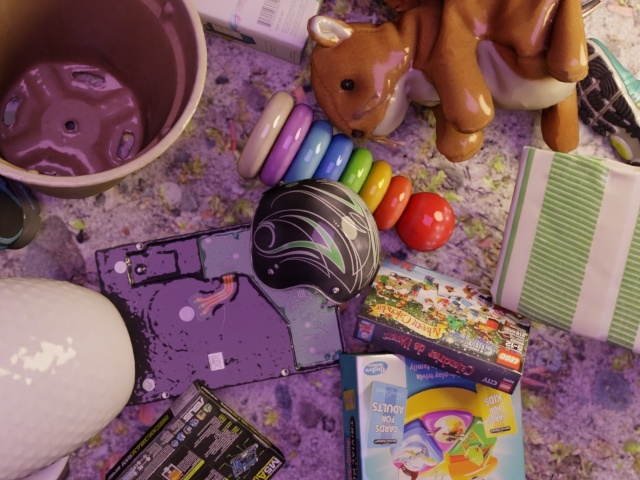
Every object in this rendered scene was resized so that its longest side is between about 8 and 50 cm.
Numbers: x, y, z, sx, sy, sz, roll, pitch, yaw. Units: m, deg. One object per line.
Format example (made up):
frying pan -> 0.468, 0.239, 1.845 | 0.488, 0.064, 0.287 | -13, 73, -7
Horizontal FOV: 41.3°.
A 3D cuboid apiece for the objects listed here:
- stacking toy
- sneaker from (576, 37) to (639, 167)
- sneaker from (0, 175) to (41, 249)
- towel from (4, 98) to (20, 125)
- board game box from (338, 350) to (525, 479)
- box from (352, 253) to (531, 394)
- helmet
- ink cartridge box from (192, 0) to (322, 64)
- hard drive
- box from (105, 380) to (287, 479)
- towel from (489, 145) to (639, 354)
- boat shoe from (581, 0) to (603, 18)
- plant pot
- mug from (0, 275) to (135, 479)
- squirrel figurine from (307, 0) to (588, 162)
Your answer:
stacking toy -> 0.050, -0.086, 1.249 | 0.330, 0.141, 0.141 | 27, 86, -4
sneaker -> 0.482, -0.200, 1.299 | 0.110, 0.107, 0.275 | -43, 94, -23
sneaker -> -0.540, -0.130, 1.211 | 0.125, 0.140, 0.341 | -41, 87, 13
towel -> -0.481, -0.241, 1.288 | 0.113, 0.023, 0.151 | 0, 86, -1
board game box -> 0.165, 0.324, 1.217 | 0.254, 0.079, 0.335 | -2, 86, -18
box -> 0.179, 0.115, 1.210 | 0.233, 0.159, 0.044 | 19, 126, 8
helmet -> 0.000, 0.000, 1.153 | 0.162, 0.169, 0.169 | 3, 86, 19
ink cartridge box -> -0.103, -0.379, 1.277 | 0.213, 0.093, 0.154 | 19, 85, -2
hard drive -> -0.144, 0.099, 1.258 | 0.339, 0.064, 0.236 | -11, 87, -2
box -> -0.177, 0.329, 1.219 | 0.190, 0.045, 0.184 | -47, 115, -4
towel -> 0.402, 0.017, 1.129 | 0.325, 0.038, 0.247 | 15, 98, 28
boat shoe -> 0.372, -0.346, 1.317 | 0.137, 0.049, 0.043 | -30, 86, 1
plant pot -> -0.336, -0.194, 1.131 | 0.334, 0.305, 0.333 | 3, 78, -14
mug -> -0.437, 0.224, 1.132 | 0.328, 0.276, 0.374 | -12, 124, -39
squirrel figurine -> 0.168, -0.309, 1.213 | 0.371, 0.281, 0.396 | -6, 80, 13
